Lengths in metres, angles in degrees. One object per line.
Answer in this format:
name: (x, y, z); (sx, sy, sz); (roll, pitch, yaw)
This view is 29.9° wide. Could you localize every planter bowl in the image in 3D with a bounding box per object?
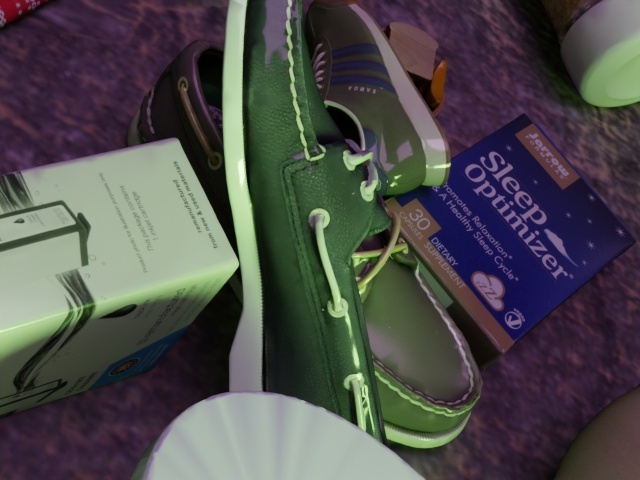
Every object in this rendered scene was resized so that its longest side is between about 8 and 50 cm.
planter bowl: (0.204, 0.176, 0.747); (0.109, 0.162, 0.162); (-24, 71, -9)

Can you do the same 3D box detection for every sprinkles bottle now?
sprinkles bottle: (0.223, -0.295, 1.075); (0.121, 0.121, 0.355); (-4, 62, -31)

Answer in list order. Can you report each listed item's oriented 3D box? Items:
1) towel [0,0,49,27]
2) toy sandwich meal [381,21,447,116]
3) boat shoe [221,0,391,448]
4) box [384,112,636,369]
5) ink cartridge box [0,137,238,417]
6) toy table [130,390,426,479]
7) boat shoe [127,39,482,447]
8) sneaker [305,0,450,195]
towel: (-0.227, -0.263, 0.863); (0.199, 0.031, 0.275); (44, 49, 2)
toy sandwich meal: (0.068, -0.132, 0.941); (0.085, 0.029, 0.086); (14, 54, -21)
boat shoe: (-0.005, -0.008, 0.675); (0.091, 0.303, 0.114); (-1, 18, 4)
box: (0.149, -0.013, 0.906); (0.225, 0.036, 0.136); (-32, 78, -41)
ink cartridge box: (-0.168, 0.034, 0.621); (0.203, 0.148, 0.086); (-17, 72, -35)
toy table: (-0.007, 0.221, 0.581); (0.252, 0.161, 0.274); (-17, 70, -37)
boat shoe: (-0.003, 0.002, 0.772); (0.305, 0.091, 0.109); (48, 49, 6)
sneaker: (0.014, -0.106, 0.865); (0.086, 0.064, 0.192); (-17, 56, -20)
